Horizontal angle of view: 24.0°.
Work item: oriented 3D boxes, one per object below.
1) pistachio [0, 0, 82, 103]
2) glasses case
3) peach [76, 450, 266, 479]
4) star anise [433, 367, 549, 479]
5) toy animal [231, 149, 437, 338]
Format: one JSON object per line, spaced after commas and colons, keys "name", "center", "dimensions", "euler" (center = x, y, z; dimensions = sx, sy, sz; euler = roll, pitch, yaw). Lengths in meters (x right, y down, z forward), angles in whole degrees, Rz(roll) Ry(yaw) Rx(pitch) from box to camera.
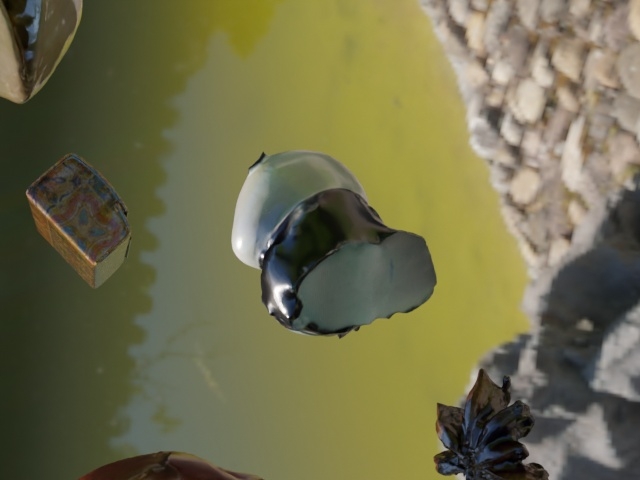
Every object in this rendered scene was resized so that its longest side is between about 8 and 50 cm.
{"name": "pistachio", "center": [-0.212, -0.167, 0.947], "dimensions": [0.131, 0.129, 0.206], "euler": [54, 162, 15]}
{"name": "glasses case", "center": [-0.183, -0.013, 1.167], "dimensions": [0.049, 0.075, 0.218], "euler": [-44, 1, -10]}
{"name": "peach", "center": [-0.164, 0.368, 1.381], "dimensions": [0.290, 0.372, 0.372], "euler": [37, 111, 55]}
{"name": "star anise", "center": [0.161, 0.211, 1.451], "dimensions": [0.168, 0.057, 0.168], "euler": [-8, 80, 55]}
{"name": "toy animal", "center": [0.000, 0.000, 1.445], "dimensions": [0.138, 0.166, 0.179], "euler": [-55, 49, 23]}
